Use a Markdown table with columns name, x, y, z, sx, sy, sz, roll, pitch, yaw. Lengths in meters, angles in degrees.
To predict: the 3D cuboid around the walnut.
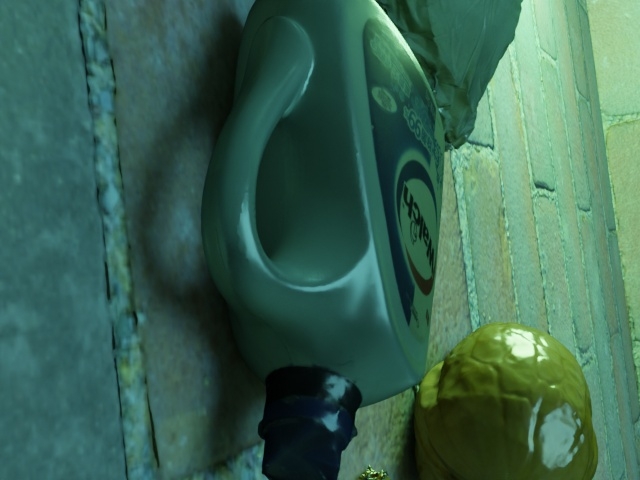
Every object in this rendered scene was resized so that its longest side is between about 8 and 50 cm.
| name | x | y | z | sx | sy | sz | roll | pitch | yaw |
| --- | --- | --- | --- | --- | --- | --- | --- | --- | --- |
| walnut | 0.159 | 0.157 | 0.752 | 0.206 | 0.159 | 0.159 | -58 | 134 | -63 |

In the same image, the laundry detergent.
| name | x | y | z | sx | sy | sz | roll | pitch | yaw |
| --- | --- | --- | --- | --- | --- | --- | --- | --- | --- |
| laundry detergent | 0.000 | 0.000 | 0.518 | 0.215 | 0.105 | 0.280 | 56 | 37 | -44 |

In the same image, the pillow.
| name | x | y | z | sx | sy | sz | roll | pitch | yaw |
| --- | --- | --- | --- | --- | --- | --- | --- | --- | --- |
| pillow | 0.080 | -0.249 | 0.725 | 0.310 | 0.138 | 0.283 | 46 | 51 | -49 |

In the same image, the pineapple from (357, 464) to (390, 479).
| name | x | y | z | sx | sy | sz | roll | pitch | yaw |
| --- | --- | --- | --- | --- | --- | --- | --- | --- | --- |
| pineapple | 0.039 | 0.191 | 0.642 | 0.083 | 0.019 | 0.045 | 0 | 89 | -65 |
